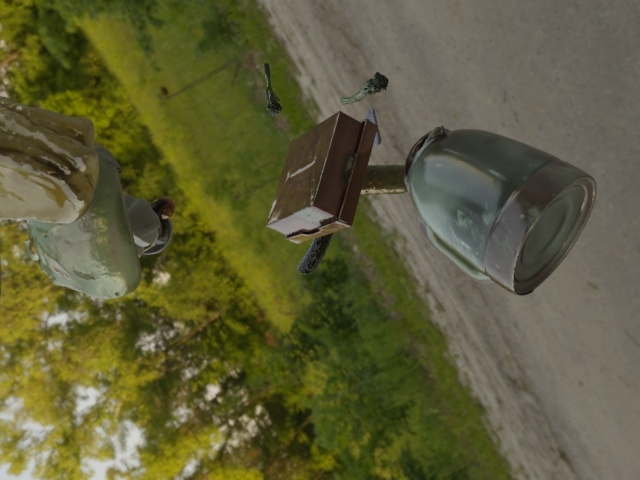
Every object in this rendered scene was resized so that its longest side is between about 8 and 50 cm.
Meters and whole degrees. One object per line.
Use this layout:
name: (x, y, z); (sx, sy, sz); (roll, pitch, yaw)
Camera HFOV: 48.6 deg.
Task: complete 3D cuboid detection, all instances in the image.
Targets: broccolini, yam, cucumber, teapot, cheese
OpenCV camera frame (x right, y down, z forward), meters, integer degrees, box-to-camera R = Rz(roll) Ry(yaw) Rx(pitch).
broccolini: (-0.115, -0.359, 1.669); (0.030, 0.035, 0.140); (28, -130, -61)
broccolini: (0.111, -0.396, 1.880); (0.054, 0.051, 0.239); (59, 161, -10)
yam: (0.139, -0.175, 2.067); (0.093, 0.259, 0.093); (177, 90, -75)
cucumber: (0.000, 0.000, 1.963); (0.052, 0.214, 0.058); (15, -159, -32)
teapot: (0.288, -0.052, 1.277); (0.312, 0.233, 0.315); (38, 147, 34)
cheese: (0.079, -0.217, 1.621); (0.191, 0.042, 0.105); (-41, 52, 50)

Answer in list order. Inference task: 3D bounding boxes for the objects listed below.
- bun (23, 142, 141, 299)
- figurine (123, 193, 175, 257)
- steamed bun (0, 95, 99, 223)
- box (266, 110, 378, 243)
bun: (-0.415, -0.024, 1.215); (0.283, 0.179, 0.283); (168, 90, -75)
figurine: (-0.421, -0.031, 1.629); (0.133, 0.176, 0.236); (40, -174, 4)
steamed bun: (-0.492, -0.132, 1.009); (0.247, 0.428, 0.189); (94, -174, -52)
box: (-0.002, -0.119, 1.357); (0.086, 0.215, 0.215); (24, 160, -24)
